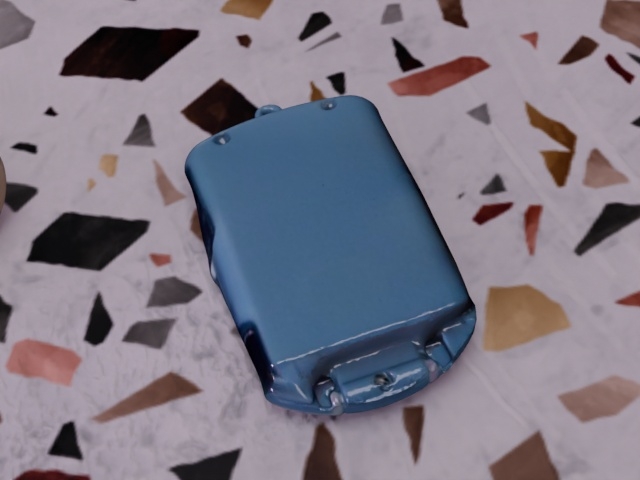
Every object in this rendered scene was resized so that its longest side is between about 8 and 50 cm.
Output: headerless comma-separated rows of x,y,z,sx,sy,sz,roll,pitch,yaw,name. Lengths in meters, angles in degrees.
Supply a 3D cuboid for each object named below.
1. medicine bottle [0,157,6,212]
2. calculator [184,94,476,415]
-0.375,-0.073,0.977,0.252,0.114,0.114,26,61,22,medicine bottle
0.000,0.000,0.927,0.172,0.051,0.293,-18,54,-6,calculator
